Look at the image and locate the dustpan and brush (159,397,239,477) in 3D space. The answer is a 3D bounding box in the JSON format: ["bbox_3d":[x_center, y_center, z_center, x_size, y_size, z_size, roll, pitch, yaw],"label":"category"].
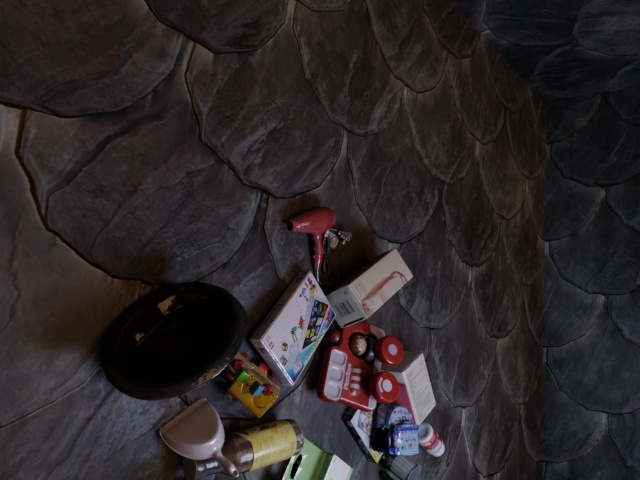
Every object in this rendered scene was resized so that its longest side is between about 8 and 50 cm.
[{"bbox_3d":[-0.276,0.502,1.229,0.147,0.211,0.060,-29,136,-44],"label":"dustpan and brush"}]

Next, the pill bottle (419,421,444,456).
[{"bbox_3d":[0.444,0.811,2.022,0.152,0.086,0.086,52,52,-31],"label":"pill bottle"}]

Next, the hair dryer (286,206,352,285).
[{"bbox_3d":[0.000,0.000,1.624,0.293,0.080,0.223,39,61,-37],"label":"hair dryer"}]

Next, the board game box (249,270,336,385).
[{"bbox_3d":[-0.073,0.262,1.521,0.193,0.053,0.305,61,42,-23],"label":"board game box"}]

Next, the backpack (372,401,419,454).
[{"bbox_3d":[0.270,0.659,1.756,0.158,0.117,0.173,21,65,-36],"label":"backpack"}]

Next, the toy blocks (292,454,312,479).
[{"bbox_3d":[-0.034,0.727,1.545,0.123,0.054,0.148,33,63,-40],"label":"toy blocks"}]

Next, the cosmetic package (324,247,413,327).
[{"bbox_3d":[0.166,0.160,1.714,0.296,0.153,0.129,-33,90,-42],"label":"cosmetic package"}]

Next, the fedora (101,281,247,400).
[{"bbox_3d":[-0.327,0.255,1.167,0.334,0.334,0.152,-46,149,-38],"label":"fedora"}]

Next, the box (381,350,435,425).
[{"bbox_3d":[0.326,0.555,1.888,0.149,0.127,0.232,-28,106,-44],"label":"box"}]

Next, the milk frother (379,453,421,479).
[{"bbox_3d":[0.302,0.827,1.831,0.143,0.135,0.129,-8,117,-44],"label":"milk frother"}]

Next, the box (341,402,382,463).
[{"bbox_3d":[0.178,0.656,1.782,0.159,0.044,0.233,-48,120,-38],"label":"box"}]

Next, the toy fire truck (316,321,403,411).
[{"bbox_3d":[0.122,0.410,1.666,0.254,0.169,0.302,26,57,-22],"label":"toy fire truck"}]

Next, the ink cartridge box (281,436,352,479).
[{"bbox_3d":[-0.008,0.718,1.495,0.235,0.056,0.171,51,51,-34],"label":"ink cartridge box"}]

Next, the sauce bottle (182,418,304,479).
[{"bbox_3d":[-0.200,0.564,1.340,0.344,0.111,0.111,6,83,-46],"label":"sauce bottle"}]

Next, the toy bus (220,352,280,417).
[{"bbox_3d":[-0.206,0.385,1.350,0.104,0.202,0.191,-49,134,-1],"label":"toy bus"}]
